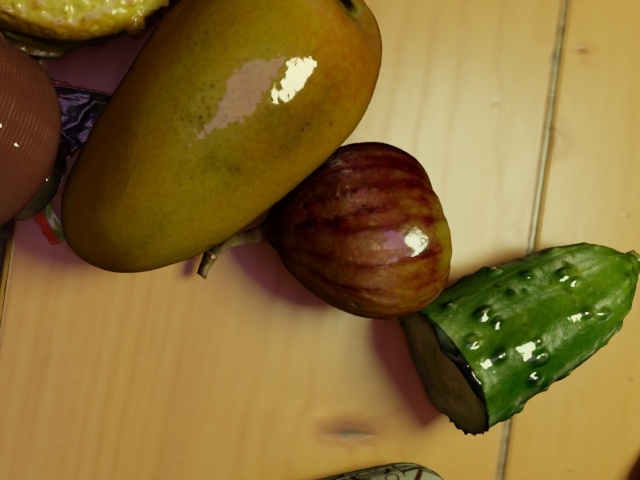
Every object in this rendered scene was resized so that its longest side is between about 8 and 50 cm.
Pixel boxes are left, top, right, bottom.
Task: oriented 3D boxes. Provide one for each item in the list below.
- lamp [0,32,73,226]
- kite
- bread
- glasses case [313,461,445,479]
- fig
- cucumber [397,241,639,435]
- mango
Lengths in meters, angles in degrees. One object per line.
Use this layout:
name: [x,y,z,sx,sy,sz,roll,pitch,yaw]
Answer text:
lamp: [-0.312,-0.098,0.902,0.258,0.180,0.180,35,81,-39]
kite: [-0.259,-0.081,1.023,0.241,0.014,0.183,-30,97,-13]
bread: [-0.217,-0.222,0.962,0.261,0.160,0.147,10,94,-19]
glasses case: [-0.041,0.289,1.037,0.355,0.085,0.137,-11,94,-13]
fig: [0.023,-0.016,1.028,0.202,0.148,0.149,26,42,13]
cucumber: [0.199,0.069,1.082,0.244,0.134,0.134,-29,96,-19]
mango: [-0.086,-0.096,0.969,0.173,0.211,0.317,44,92,-10]
